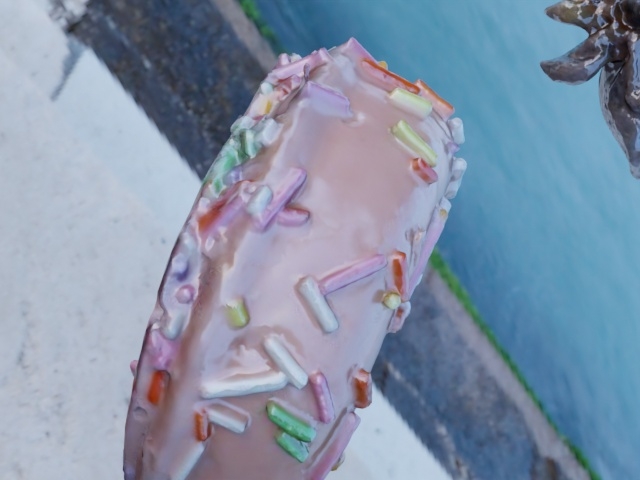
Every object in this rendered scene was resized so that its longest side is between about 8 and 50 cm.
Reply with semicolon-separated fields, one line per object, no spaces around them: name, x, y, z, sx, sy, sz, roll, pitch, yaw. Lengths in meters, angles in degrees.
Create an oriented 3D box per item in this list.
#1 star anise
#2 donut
star anise;0.199;-0.139;0.651;0.227;0.148;0.218;-91;175;-86
donut;0.000;0.000;0.367;0.065;0.117;0.166;20;45;5
